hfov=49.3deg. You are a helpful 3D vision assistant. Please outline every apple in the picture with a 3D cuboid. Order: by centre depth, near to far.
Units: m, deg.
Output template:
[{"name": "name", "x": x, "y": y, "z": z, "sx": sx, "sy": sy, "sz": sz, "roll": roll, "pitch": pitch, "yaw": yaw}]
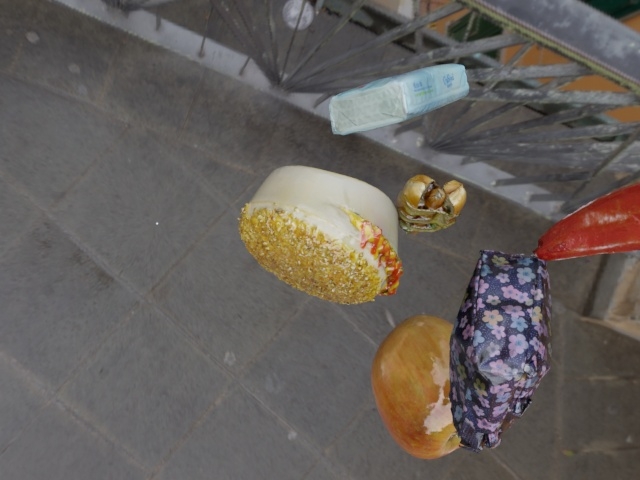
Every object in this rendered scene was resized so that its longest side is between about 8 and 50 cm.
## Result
[{"name": "apple", "x": 0.213, "y": 0.274, "z": 1.332, "sx": 0.242, "sy": 0.241, "sz": 0.242, "roll": -17, "pitch": 139, "yaw": -15}]

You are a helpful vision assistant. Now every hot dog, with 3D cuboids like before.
[{"name": "hot dog", "x": 0.184, "y": -0.056, "z": 1.221, "sx": 0.109, "sy": 0.269, "sz": 0.072, "roll": 11, "pitch": 80, "yaw": 1}]

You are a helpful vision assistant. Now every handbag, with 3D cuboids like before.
[{"name": "handbag", "x": 0.231, "y": 0.147, "z": 0.918, "sx": 0.126, "sy": 0.208, "sz": 0.229, "roll": 9, "pitch": 47, "yaw": 9}]

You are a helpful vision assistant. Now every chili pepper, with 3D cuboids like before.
[{"name": "chili pepper", "x": 0.314, "y": -0.011, "z": 0.768, "sx": 0.065, "sy": 0.169, "sz": 0.088, "roll": 42, "pitch": 43, "yaw": -34}]

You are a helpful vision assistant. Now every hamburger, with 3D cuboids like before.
[{"name": "hamburger", "x": 0.000, "y": 0.000, "z": 1.189, "sx": 0.294, "sy": 0.276, "sz": 0.179, "roll": 14, "pitch": 68, "yaw": 17}]

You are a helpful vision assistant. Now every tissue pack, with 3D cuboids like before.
[{"name": "tissue pack", "x": 0.157, "y": -0.283, "z": 1.372, "sx": 0.263, "sy": 0.177, "sz": 0.089, "roll": -30, "pitch": 110, "yaw": -48}]
